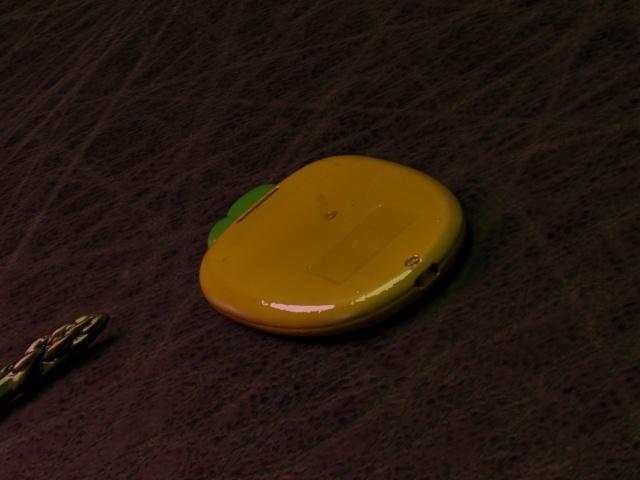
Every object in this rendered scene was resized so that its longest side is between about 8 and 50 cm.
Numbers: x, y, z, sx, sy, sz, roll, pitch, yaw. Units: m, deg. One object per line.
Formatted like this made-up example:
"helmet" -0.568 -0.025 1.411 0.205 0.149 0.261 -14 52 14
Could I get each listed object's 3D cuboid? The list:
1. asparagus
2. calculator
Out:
"asparagus" -0.233 0.118 1.291 0.236 0.027 0.034 -38 6 -14
"calculator" 0.000 0.000 1.242 0.146 0.032 0.235 -41 29 -20
